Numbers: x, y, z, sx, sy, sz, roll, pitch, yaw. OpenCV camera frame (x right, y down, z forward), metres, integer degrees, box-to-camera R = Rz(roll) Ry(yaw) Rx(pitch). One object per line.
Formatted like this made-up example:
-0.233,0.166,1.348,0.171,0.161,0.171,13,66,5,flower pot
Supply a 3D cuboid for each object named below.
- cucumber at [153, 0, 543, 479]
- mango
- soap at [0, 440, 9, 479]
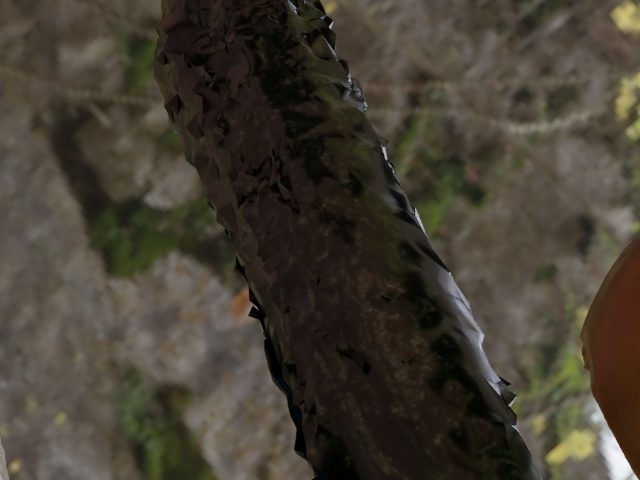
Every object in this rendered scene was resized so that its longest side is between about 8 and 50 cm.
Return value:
0.000,-0.001,0.398,0.256,0.044,0.043,-113,-154,-53,cucumber
0.165,0.054,0.748,0.102,0.141,0.217,-21,177,12,mango
-0.074,0.042,0.320,0.033,0.089,0.168,-20,-136,0,soap
